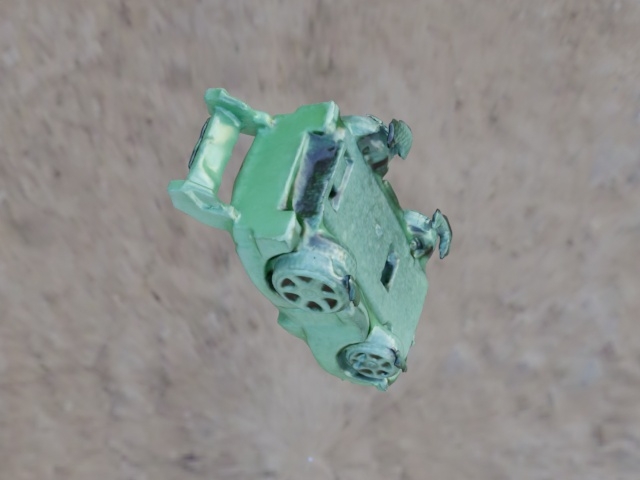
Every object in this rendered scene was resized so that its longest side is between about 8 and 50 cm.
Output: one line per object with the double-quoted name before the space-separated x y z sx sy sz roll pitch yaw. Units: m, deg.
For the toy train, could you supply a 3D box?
"toy train" 0.000 0.000 0.899 0.081 0.149 0.099 1 54 24
